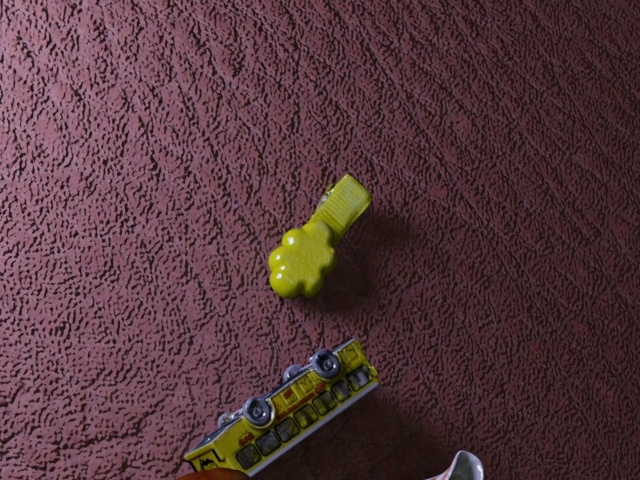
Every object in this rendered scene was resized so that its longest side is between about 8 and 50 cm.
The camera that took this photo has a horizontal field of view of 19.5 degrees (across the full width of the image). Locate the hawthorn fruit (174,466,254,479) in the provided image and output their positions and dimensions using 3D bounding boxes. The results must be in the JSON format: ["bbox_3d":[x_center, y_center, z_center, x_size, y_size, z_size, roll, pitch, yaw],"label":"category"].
[{"bbox_3d":[-0.105,0.357,1.816,0.224,0.224,0.261,30,80,-16],"label":"hawthorn fruit"}]

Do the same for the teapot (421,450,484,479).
[{"bbox_3d":[0.116,0.350,1.999,0.159,0.116,0.245,26,54,-33],"label":"teapot"}]

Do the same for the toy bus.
[{"bbox_3d":[-0.038,0.185,1.999,0.226,0.081,0.074,-33,88,-36],"label":"toy bus"}]

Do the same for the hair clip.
[{"bbox_3d":[0.000,0.000,2.128,0.072,0.046,0.173,41,56,-3],"label":"hair clip"}]
